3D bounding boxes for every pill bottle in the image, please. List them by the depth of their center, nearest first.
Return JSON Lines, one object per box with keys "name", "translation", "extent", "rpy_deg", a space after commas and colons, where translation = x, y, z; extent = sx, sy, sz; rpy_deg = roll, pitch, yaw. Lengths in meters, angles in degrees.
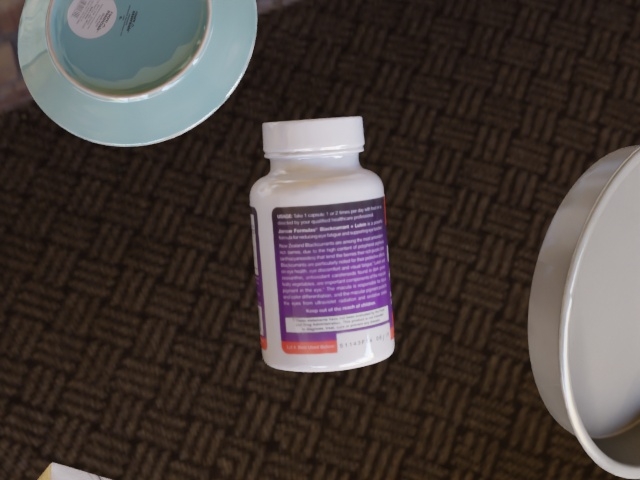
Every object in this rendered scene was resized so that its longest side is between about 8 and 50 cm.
{"name": "pill bottle", "translation": [0.000, 0.000, 1.016], "extent": [0.108, 0.108, 0.193], "rpy_deg": [-4, 96, -4]}

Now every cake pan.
{"name": "cake pan", "translation": [0.272, 0.050, 1.065], "extent": [0.054, 0.293, 0.293], "rpy_deg": [12, 58, 47]}

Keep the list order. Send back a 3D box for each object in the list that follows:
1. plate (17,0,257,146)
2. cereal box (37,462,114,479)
{"name": "plate", "translation": [-0.141, -0.163, 0.957], "extent": [0.188, 0.024, 0.188], "rpy_deg": [-2, 78, 9]}
{"name": "cereal box", "translation": [-0.099, 0.269, 0.915], "extent": [0.240, 0.047, 0.173], "rpy_deg": [23, 39, -27]}
